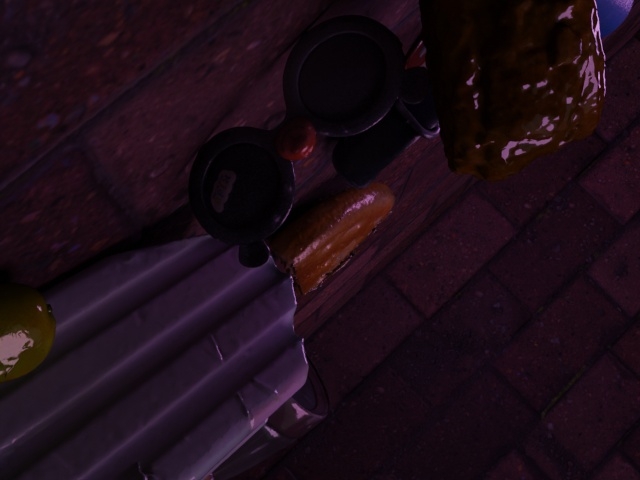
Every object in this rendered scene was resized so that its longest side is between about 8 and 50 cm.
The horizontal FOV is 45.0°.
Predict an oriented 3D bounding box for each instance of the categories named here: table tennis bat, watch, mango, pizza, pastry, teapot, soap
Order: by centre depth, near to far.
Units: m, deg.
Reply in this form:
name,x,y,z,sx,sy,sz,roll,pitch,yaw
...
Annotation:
name,x,y,z,sx,sy,sz,roll,pitch,yaw
mango,-0.244,0.072,0.558,0.108,0.056,0.073,-34,135,-39
pastry,0.139,-0.172,0.627,0.132,0.240,0.235,-17,151,10
soap,-0.165,0.127,0.685,0.347,0.208,0.115,-37,170,-41
watch,0.101,-0.147,0.911,0.193,0.068,0.206,-40,-174,18
table tennis bat,0.147,-0.243,0.968,0.098,0.019,0.155,-45,167,11
pizza,0.000,0.000,1.190,0.289,0.081,0.228,-33,159,-45
teapot,-0.178,0.268,1.321,0.312,0.233,0.315,-37,-162,9

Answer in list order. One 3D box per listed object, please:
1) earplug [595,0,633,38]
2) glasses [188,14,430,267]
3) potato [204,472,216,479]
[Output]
name,x,y,z,sx,sy,sz,roll,pitch,yaw
earplug,0.317,-0.331,0.976,0.132,0.132,0.273,-48,166,23
glasses,0.009,-0.090,0.753,0.234,0.118,0.268,-48,170,12
potato,-0.268,0.251,0.785,0.242,0.285,0.242,7,90,-68
